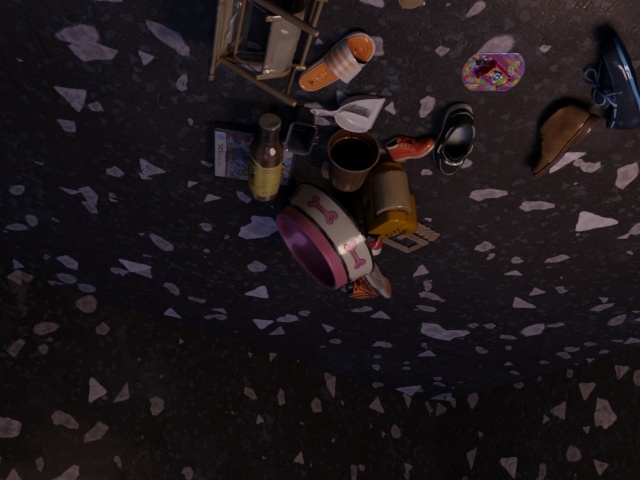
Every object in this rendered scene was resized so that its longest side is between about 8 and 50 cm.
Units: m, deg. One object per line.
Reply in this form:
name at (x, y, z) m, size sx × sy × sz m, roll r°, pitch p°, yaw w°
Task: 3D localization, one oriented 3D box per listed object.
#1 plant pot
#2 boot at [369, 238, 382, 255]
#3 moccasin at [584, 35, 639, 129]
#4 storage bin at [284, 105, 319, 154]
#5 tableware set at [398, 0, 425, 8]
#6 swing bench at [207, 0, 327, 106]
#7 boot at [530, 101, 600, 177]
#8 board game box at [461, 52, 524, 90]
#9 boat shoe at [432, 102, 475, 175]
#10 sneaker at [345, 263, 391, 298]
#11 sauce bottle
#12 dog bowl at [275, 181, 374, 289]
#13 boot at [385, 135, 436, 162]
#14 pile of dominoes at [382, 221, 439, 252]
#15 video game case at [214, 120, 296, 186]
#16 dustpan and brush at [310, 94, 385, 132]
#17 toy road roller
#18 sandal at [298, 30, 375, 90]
plant pot at (0.095, -0.248, 1.841) m, size 0.167 × 0.166 × 0.165 m, roll 7°, pitch 154°, yaw -3°
boot at (0.130, -0.059, 2.207) m, size 0.244 × 0.088 × 0.176 m, roll 16°, pitch 121°, yaw 19°
moccasin at (0.790, -0.395, 1.533) m, size 0.117 × 0.137 × 0.342 m, roll -13°, pitch 143°, yaw 33°
storage bin at (-0.052, -0.344, 1.764) m, size 0.098 × 0.091 × 0.135 m, roll 11°, pitch 148°, yaw -9°
tableware set at (0.228, -0.632, 1.347) m, size 0.141 × 0.020 × 0.169 m, roll -17°, pitch 140°, yaw 27°
swing bench at (-0.142, -0.517, 1.450) m, size 0.255 × 0.165 × 0.253 m, roll 17°, pitch 146°, yaw -8°
boot at (0.714, -0.307, 1.743) m, size 0.115 × 0.112 × 0.305 m, roll 36°, pitch 152°, yaw 8°
board game box at (0.477, -0.454, 1.575) m, size 0.169 × 0.033 × 0.133 m, roll 3°, pitch 147°, yaw 4°
boat shoe at (0.415, -0.290, 1.782) m, size 0.114 × 0.091 × 0.302 m, roll -3°, pitch 148°, yaw 6°
sneaker at (0.182, 0.187, 2.526) m, size 0.180 × 0.124 × 0.321 m, roll -12°, pitch 144°, yaw 23°
sauce bottle at (-0.174, -0.265, 1.827) m, size 0.112 × 0.111 × 0.344 m, roll 8°, pitch 145°, yaw -5°
dog bowl at (0.000, 0.000, 2.016) m, size 0.408 × 0.150 × 0.408 m, roll 46°, pitch 163°, yaw 19°
boot at (0.285, -0.303, 1.817) m, size 0.158 × 0.059 × 0.084 m, roll -15°, pitch 137°, yaw 30°
pile of dominoes at (0.340, -0.034, 2.264) m, size 0.251 × 0.040 × 0.196 m, roll 22°, pitch 144°, yaw -38°
video game case at (-0.222, -0.286, 1.929) m, size 0.275 × 0.035 × 0.248 m, roll 8°, pitch 147°, yaw -5°
dustpan and brush at (0.073, -0.384, 1.712) m, size 0.211 × 0.060 × 0.147 m, roll 12°, pitch 147°, yaw -10°
toy road roller at (0.251, -0.116, 1.969) m, size 0.241 × 0.202 × 0.329 m, roll 2°, pitch 163°, yaw -22°
sandal at (0.044, -0.468, 1.573) m, size 0.102 × 0.076 × 0.265 m, roll 31°, pitch 139°, yaw -34°
